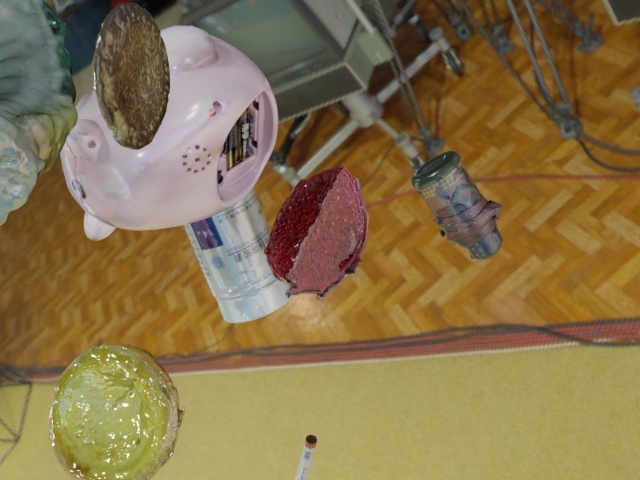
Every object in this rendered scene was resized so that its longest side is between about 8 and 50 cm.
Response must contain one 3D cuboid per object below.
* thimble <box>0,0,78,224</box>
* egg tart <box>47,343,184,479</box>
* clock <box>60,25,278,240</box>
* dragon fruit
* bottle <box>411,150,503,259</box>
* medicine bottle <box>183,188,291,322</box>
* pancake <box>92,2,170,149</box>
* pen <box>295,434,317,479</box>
[{"bbox_3d":[-0.277,-0.122,0.412,0.167,0.254,0.288,-28,83,11],"label":"thimble"},{"bbox_3d":[-0.418,0.366,1.461,0.315,0.120,0.315,-2,81,15],"label":"egg tart"},{"bbox_3d":[-0.256,-0.172,1.223,0.250,0.368,0.376,33,53,20],"label":"clock"},{"bbox_3d":[-0.003,0.001,1.364,0.126,0.161,0.274,9,69,50],"label":"dragon fruit"},{"bbox_3d":[0.345,-0.078,1.683,0.156,0.271,0.143,-27,17,34],"label":"bottle"},{"bbox_3d":[-0.205,0.024,1.698,0.190,0.332,0.190,-18,19,6],"label":"medicine bottle"},{"bbox_3d":[-0.244,-0.214,0.921,0.021,0.199,0.199,5,54,13],"label":"pancake"},{"bbox_3d":[-0.038,0.498,1.510,0.028,0.028,0.239,-99,16,-49],"label":"pen"}]
